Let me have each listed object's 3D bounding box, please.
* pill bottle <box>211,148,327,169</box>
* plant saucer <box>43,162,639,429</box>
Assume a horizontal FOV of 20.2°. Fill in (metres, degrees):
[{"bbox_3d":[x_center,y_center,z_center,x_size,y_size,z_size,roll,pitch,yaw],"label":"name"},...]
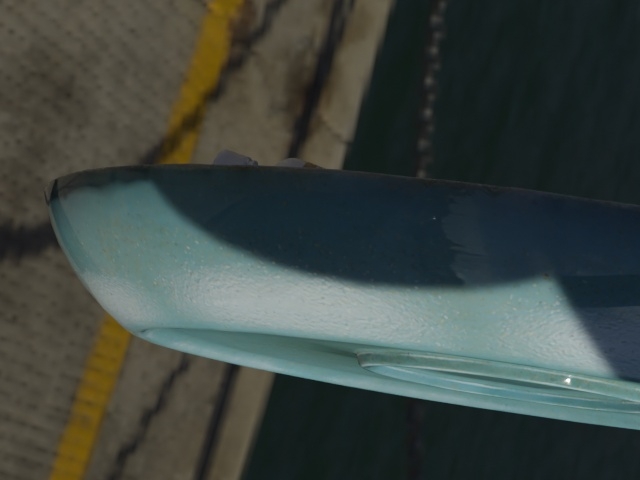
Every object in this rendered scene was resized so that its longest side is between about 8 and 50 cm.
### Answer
[{"bbox_3d":[0.000,0.000,1.217,0.094,0.169,0.094,22,90,-85],"label":"pill bottle"},{"bbox_3d":[0.065,0.030,0.584,0.317,0.317,0.044,26,71,-65],"label":"plant saucer"}]
